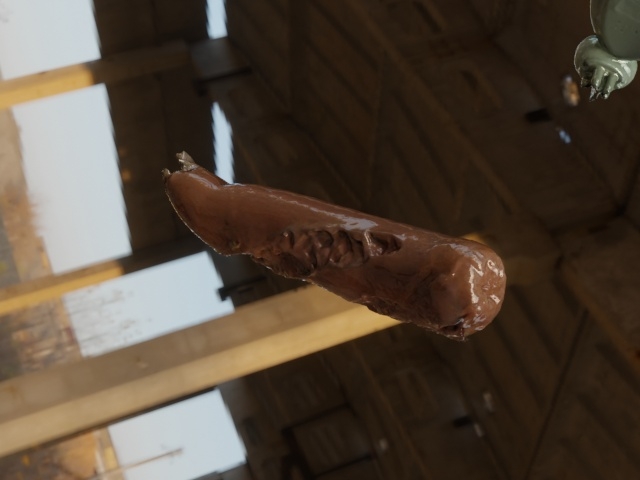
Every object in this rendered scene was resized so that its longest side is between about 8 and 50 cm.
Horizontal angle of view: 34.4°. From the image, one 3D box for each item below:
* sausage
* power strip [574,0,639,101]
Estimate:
[{"bbox_3d":[0.000,0.000,0.401,0.158,0.036,0.042,20,-62,34],"label":"sausage"},{"bbox_3d":[0.141,-0.094,0.458,0.083,0.055,0.035,-57,-172,53],"label":"power strip"}]
